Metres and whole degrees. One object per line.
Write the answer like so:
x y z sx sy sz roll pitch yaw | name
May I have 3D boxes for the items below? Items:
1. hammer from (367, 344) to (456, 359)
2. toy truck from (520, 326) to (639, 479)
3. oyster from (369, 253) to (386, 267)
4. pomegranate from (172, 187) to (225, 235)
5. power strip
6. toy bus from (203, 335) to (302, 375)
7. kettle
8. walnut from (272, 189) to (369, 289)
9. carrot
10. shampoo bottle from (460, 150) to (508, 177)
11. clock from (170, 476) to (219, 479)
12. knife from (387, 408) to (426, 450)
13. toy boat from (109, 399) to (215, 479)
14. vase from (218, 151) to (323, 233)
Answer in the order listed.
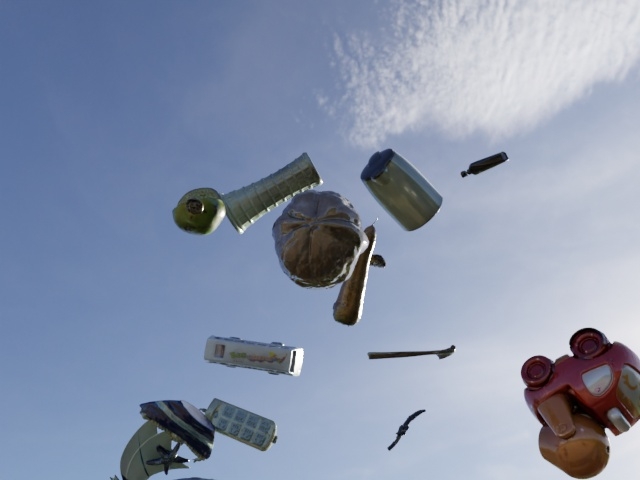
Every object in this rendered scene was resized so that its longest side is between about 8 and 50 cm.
0.309 0.386 1.887 0.298 0.026 0.125 -3 -28 -2 | hammer
0.550 0.340 1.119 0.265 0.239 0.189 -37 -63 18 | toy truck
0.171 0.068 1.679 0.054 0.019 0.083 -28 -36 25 | oyster
-0.330 -0.071 1.511 0.143 0.169 0.122 -13 -72 -12 | pomegranate
-0.217 0.477 1.438 0.227 0.079 0.029 16 -27 15 | power strip
-0.232 0.385 1.846 0.330 0.108 0.136 5 -10 13 | toy bus
0.240 -0.176 1.720 0.161 0.221 0.236 -40 -68 23 | kettle
0.000 0.000 1.171 0.224 0.224 0.224 0 -40 0 | walnut
0.101 0.078 1.442 0.078 0.298 0.078 17 -2 1 | carrot
0.419 -0.192 1.421 0.048 0.027 0.137 23 -26 -28 | shampoo bottle
-0.187 0.529 0.746 0.387 0.385 0.076 8 -16 -8 | clock
0.256 0.580 1.704 0.046 0.222 0.021 -15 -82 42 | knife
-0.381 0.524 1.363 0.210 0.070 0.291 21 -81 -13 | toy boat
-0.147 -0.152 1.679 0.299 0.143 0.143 -29 -45 2 | vase
